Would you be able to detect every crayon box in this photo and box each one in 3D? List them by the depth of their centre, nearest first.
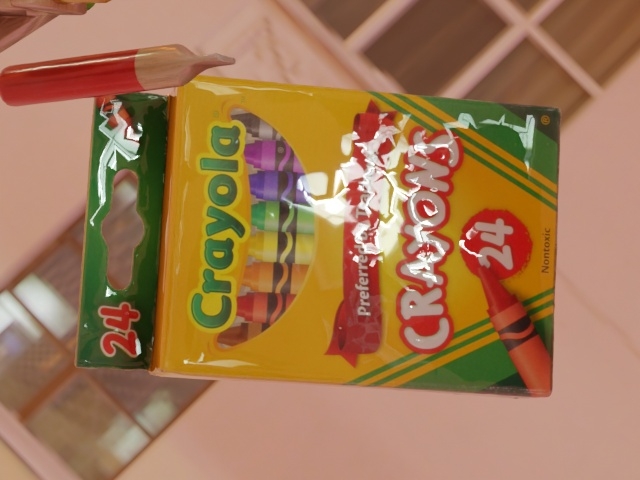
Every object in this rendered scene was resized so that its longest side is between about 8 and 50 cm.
[{"bbox_3d":[0.000,0.000,1.100,0.319,0.202,0.081,3,-7,-11],"label":"crayon box"}]

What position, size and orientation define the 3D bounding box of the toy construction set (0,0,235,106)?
[{"bbox_3d":[-0.119,-0.169,0.755,0.237,0.257,0.309,-3,-26,22],"label":"toy construction set"}]
